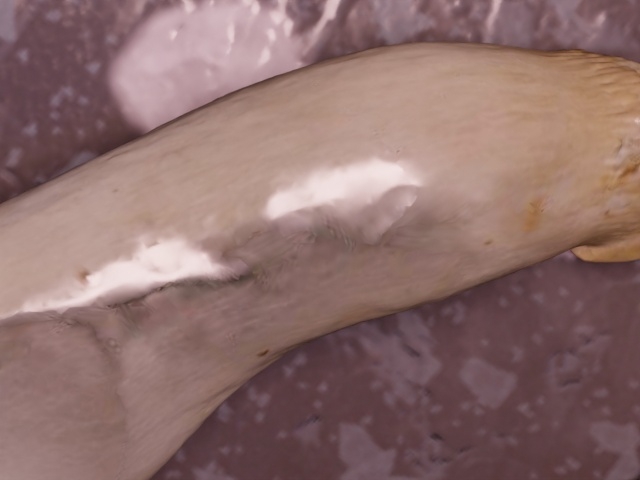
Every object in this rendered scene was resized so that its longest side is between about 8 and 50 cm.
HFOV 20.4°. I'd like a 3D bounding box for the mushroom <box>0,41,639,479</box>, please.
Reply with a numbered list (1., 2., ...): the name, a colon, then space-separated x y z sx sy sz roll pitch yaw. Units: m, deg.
1. mushroom: 0.001 0.000 0.837 0.397 0.126 0.177 -26 125 1
